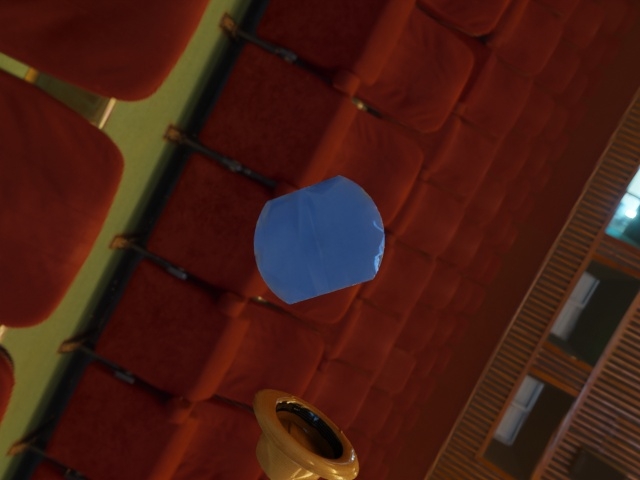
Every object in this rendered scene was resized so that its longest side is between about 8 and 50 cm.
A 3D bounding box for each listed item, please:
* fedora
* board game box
[{"bbox_3d":[-0.035,0.293,0.869,0.079,0.194,0.194,-56,179,6],"label":"fedora"},{"bbox_3d":[0.000,0.000,0.758,0.169,0.133,0.033,-19,169,17],"label":"board game box"}]
